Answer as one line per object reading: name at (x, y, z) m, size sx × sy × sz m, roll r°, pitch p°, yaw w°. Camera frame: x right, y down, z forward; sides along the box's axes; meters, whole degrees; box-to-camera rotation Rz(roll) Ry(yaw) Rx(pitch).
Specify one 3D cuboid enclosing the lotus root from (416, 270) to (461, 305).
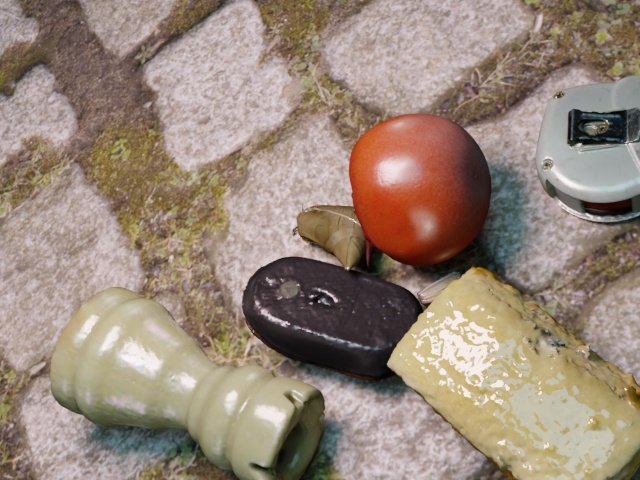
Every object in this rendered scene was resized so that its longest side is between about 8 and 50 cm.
lotus root at (0.207, 0.086, 1.514) m, size 0.083 × 0.030 × 0.037 m, roll -30°, pitch 55°, yaw 2°

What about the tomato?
tomato at (0.164, -0.086, 1.490) m, size 0.224 × 0.256 × 0.256 m, roll -12°, pitch 59°, yaw 36°

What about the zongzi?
zongzi at (0.000, 0.000, 1.577) m, size 0.189 × 0.081 × 0.178 m, roll 3°, pitch 31°, yaw 24°

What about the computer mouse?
computer mouse at (0.022, 0.132, 1.513) m, size 0.323 × 0.116 × 0.183 m, roll 17°, pitch 60°, yaw 16°

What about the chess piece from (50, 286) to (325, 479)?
chess piece at (-0.217, 0.252, 1.496) m, size 0.442 × 0.234 × 0.234 m, roll 19°, pitch 72°, yaw 25°

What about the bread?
bread at (0.308, 0.225, 1.324) m, size 0.236 × 0.165 × 0.375 m, roll -47°, pitch 58°, yaw -1°

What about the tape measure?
tape measure at (0.481, -0.149, 1.472) m, size 0.246 × 0.125 × 0.243 m, roll -4°, pitch 62°, yaw 19°
